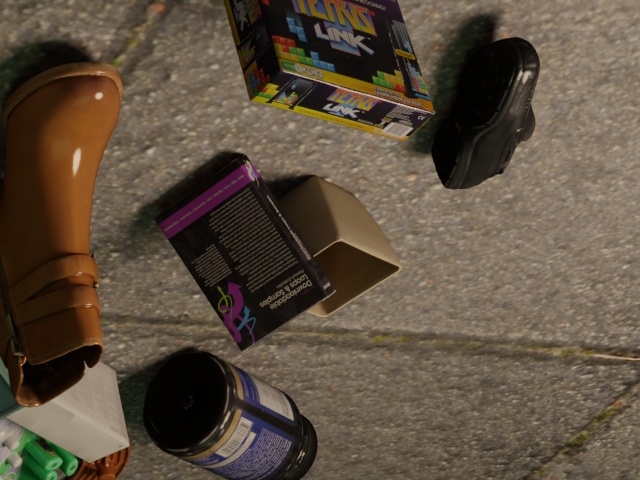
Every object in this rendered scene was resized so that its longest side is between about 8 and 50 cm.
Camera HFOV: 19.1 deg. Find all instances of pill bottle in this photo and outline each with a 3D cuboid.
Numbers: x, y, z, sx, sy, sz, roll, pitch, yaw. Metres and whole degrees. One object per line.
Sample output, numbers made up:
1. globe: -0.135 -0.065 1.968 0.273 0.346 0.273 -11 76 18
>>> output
1. pill bottle: -0.097 0.215 2.194 0.123 0.123 0.219 -28 147 19

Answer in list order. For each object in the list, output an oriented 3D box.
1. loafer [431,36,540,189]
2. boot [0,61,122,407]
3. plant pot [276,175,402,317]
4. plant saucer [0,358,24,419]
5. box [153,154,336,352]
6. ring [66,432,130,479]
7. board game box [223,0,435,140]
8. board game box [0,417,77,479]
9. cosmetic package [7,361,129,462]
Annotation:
1. loafer: 0.171 -0.124 1.824 0.078 0.076 0.223 -11 154 -19
2. boot: -0.234 -0.004 1.677 0.109 0.220 0.283 8 142 -34
3. plant pot: 0.000 0.000 1.916 0.109 0.096 0.109 -32 146 27
4. plant saucer: -0.363 0.102 1.875 0.067 0.018 0.192 -28 110 18
5. box: -0.074 0.014 1.855 0.116 0.162 0.029 -33 178 27
6. ring: -0.390 0.285 2.260 0.336 0.032 0.336 -11 149 -7
7. board game box: 0.005 -0.167 1.602 0.170 0.141 0.048 12 141 -39
8. board game box: -0.464 0.326 1.992 0.390 0.050 0.390 -47 157 1
9. cosmetic package: -0.295 0.153 2.024 0.060 0.099 0.239 -26 148 15
